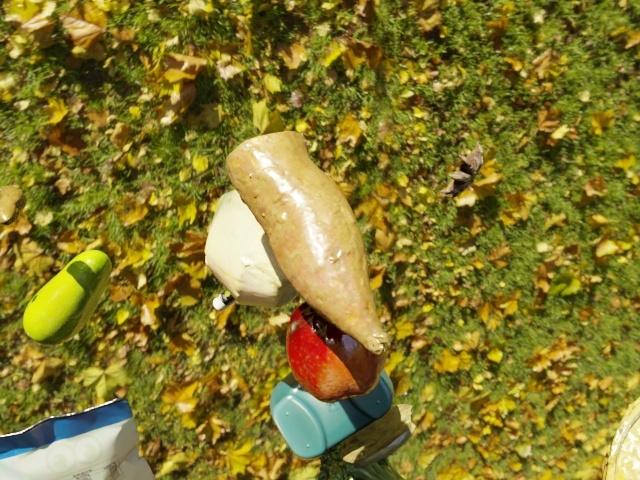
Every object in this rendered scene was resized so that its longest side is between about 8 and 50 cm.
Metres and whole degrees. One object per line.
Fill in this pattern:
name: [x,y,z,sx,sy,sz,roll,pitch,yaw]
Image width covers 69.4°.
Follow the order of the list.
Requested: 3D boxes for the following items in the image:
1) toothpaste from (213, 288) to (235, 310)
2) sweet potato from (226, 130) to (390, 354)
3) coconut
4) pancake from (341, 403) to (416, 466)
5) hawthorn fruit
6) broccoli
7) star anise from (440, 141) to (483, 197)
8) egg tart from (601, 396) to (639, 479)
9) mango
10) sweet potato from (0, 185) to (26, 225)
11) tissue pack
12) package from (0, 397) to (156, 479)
toothpaste: [-0.236,0.136,1.316,0.045,0.071,0.193,29,130,-29]
sweet potato: [-0.002,0.002,0.615,0.131,0.336,0.131,-27,158,-12]
coconut: [-0.109,-0.002,0.894,0.260,0.259,0.259,-7,119,-12]
pancake: [0.150,0.491,1.178,0.223,0.236,0.042,-30,92,-10]
hawthorn fruit: [0.021,0.146,0.699,0.157,0.157,0.193,-13,120,-9]
broccoli: [0.116,0.698,1.298,0.250,0.302,0.374,1,92,-17]
star anise: [0.322,-0.147,1.032,0.141,0.042,0.141,-37,150,-26]
egg tart: [0.719,0.487,0.833,0.444,0.178,0.442,4,76,-15]
mango: [-0.662,0.147,1.228,0.143,0.175,0.293,37,93,-6]
sweet potato: [-0.639,-0.078,0.956,0.054,0.182,0.053,8,106,-35]
tissue pack: [0.026,0.378,1.145,0.288,0.206,0.198,-34,93,-1]
package: [-0.246,0.221,0.421,0.171,0.027,0.173,-11,125,-17]
